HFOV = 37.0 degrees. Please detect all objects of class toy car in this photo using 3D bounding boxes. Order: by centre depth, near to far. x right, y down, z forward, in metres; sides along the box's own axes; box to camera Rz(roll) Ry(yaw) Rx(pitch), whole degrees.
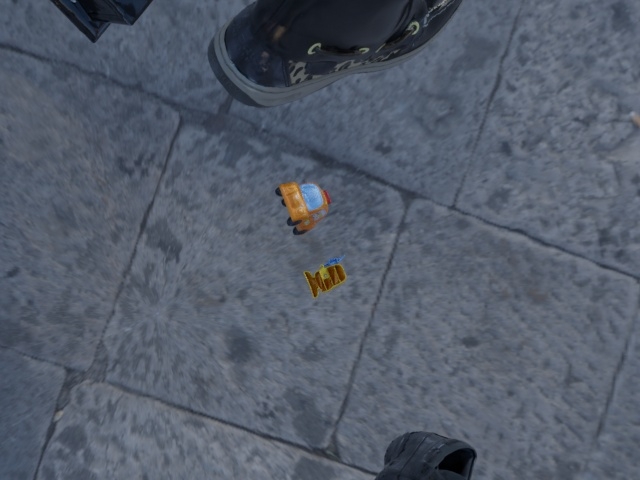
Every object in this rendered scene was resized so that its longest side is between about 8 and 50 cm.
[{"bbox_3d":[0.000,0.000,0.765,0.041,0.060,0.122,-23,57,1],"label":"toy car"}]

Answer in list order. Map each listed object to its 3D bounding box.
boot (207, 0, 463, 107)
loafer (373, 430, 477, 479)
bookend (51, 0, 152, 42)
[{"bbox_3d":[0.081,-0.292,0.974,0.377,0.284,0.138,-29,83,-33],"label":"boot"},{"bbox_3d":[0.083,0.207,0.754,0.078,0.223,0.076,-8,99,15],"label":"loafer"},{"bbox_3d":[-0.169,-0.222,0.714,0.072,0.156,0.157,-54,130,-13],"label":"bookend"}]
